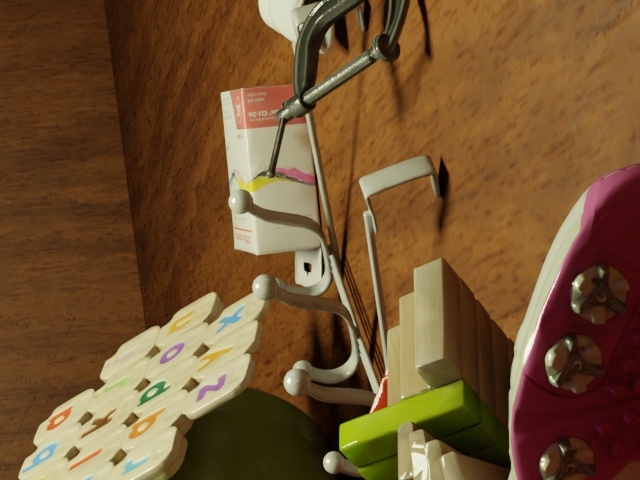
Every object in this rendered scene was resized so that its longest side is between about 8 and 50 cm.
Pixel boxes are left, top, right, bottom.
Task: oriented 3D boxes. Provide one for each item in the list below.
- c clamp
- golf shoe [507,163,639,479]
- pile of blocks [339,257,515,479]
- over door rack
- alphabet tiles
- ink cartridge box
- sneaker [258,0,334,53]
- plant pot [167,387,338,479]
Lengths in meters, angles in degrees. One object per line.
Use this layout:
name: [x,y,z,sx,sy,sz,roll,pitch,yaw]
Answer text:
c clamp: [0.017,-0.134,1.257,0.160,0.022,0.137,-35,41,44]
golf shoe: [0.130,0.095,0.827,0.140,0.115,0.306,-113,22,-63]
pile of blocks: [0.072,0.197,0.980,0.149,0.112,0.362,29,-138,-55]
over door rack: [0.000,0.000,1.377,0.239,0.108,0.324,-110,19,-46]
alphabet tiles: [-0.161,0.151,1.551,0.021,0.278,0.284,52,-159,-20]
ink cartridge box: [-0.047,-0.049,1.658,0.115,0.067,0.198,-170,74,-77]
sneaker: [-0.009,-0.253,1.405,0.094,0.080,0.212,-131,28,-49]
plant pot: [-0.097,0.329,1.534,0.353,0.366,0.366,-93,5,-52]
